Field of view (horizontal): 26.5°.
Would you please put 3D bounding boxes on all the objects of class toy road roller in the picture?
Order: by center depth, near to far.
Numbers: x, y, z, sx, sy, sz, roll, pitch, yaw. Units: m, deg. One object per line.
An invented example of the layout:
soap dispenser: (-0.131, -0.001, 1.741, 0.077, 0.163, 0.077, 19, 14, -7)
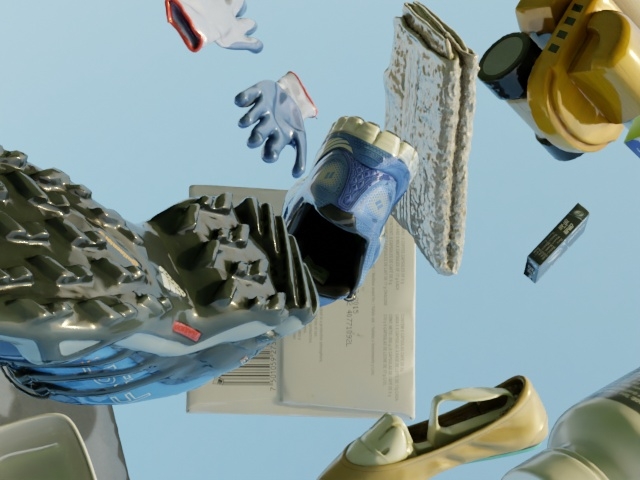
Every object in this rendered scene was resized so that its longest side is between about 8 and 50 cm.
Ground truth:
toy road roller: (0.410, -0.275, 1.943, 0.241, 0.202, 0.329, 6, -121, 56)

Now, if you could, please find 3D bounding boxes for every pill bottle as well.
pill bottle: (0.191, 0.126, 0.761, 0.180, 0.108, 0.108, -23, -149, -29)

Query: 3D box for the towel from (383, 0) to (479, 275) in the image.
towel: (0.120, -0.117, 1.556, 0.049, 0.282, 0.187, -7, -152, -14)

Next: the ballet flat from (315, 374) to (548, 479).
ballet flat: (0.092, 0.178, 1.232, 0.232, 0.073, 0.080, -18, -158, -11)

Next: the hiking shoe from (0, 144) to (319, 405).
hiking shoe: (-0.136, 0.039, 0.680, 0.132, 0.304, 0.113, -44, -125, 29)

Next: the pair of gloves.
pair of gloves: (-0.063, -0.144, 1.149, 0.023, 0.198, 0.159, -28, -171, 23)

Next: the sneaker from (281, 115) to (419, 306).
sneaker: (0.000, 0.000, 1.462, 0.130, 0.330, 0.147, 28, -116, 5)

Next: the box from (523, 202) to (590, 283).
box: (0.256, 0.003, 1.476, 0.018, 0.067, 0.083, 42, -101, 16)

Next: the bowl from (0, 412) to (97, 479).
bowl: (-0.249, 0.226, 1.131, 0.142, 0.053, 0.142, -19, -112, -3)

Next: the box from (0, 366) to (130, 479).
box: (-0.516, 0.226, 1.628, 0.472, 0.297, 0.479, -32, -120, 23)

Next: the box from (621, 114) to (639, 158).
box: (0.388, -0.095, 1.351, 0.178, 0.109, 0.042, -21, -147, 57)

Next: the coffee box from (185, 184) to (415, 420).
coffee box: (-0.034, 0.098, 2.127, 0.338, 0.337, 0.334, 2, 178, -2)
